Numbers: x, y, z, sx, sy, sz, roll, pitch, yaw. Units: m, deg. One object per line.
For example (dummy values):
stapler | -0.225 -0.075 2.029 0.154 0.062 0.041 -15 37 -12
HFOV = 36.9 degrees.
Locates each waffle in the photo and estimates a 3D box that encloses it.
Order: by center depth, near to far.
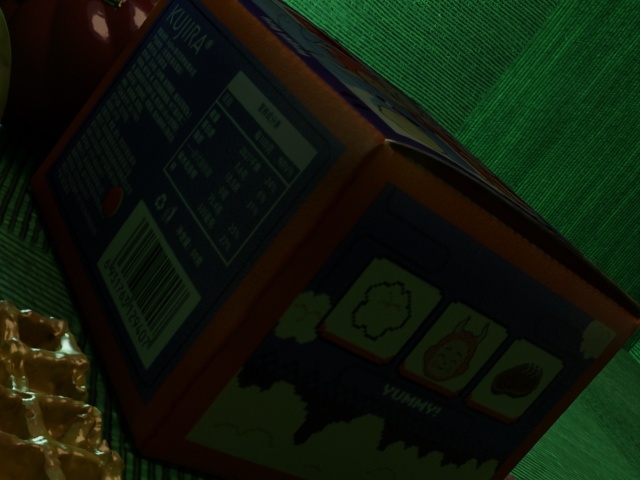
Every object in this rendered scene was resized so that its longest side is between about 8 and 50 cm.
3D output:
waffle | -0.154 0.092 0.403 0.160 0.055 0.211 27 15 -42

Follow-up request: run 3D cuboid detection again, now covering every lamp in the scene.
lamp | -0.208 -0.174 0.902 0.227 0.227 0.227 37 11 -8

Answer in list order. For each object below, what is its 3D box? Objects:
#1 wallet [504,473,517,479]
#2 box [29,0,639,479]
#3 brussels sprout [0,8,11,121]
wallet | 0.165 0.245 0.903 0.103 0.020 0.196 43 12 21
box | 0.000 0.000 0.756 0.318 0.257 0.348 28 15 -38
brussels sprout | -0.301 -0.139 0.684 0.131 0.145 0.183 14 -6 25
